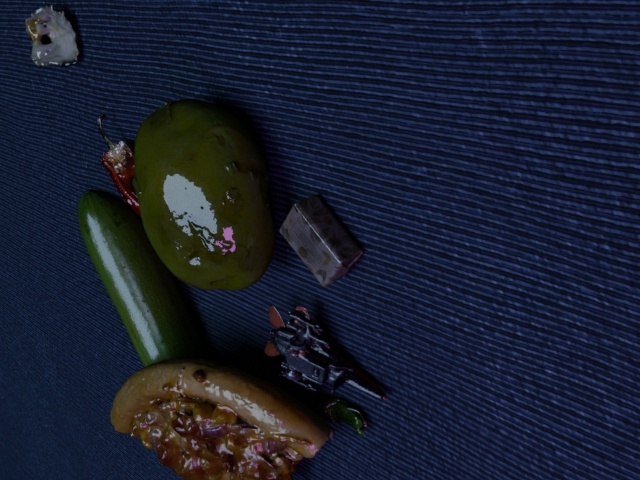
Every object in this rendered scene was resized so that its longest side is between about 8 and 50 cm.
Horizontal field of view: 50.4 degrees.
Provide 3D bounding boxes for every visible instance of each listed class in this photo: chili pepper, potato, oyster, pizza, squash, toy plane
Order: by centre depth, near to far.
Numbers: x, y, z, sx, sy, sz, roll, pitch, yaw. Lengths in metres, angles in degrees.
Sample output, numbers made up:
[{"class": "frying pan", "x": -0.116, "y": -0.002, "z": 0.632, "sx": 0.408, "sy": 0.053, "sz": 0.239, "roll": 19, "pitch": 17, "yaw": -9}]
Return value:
[{"class": "potato", "x": -0.147, "y": -0.055, "z": 0.859, "sx": 0.186, "sy": 0.148, "sz": 0.253, "roll": -36, "pitch": 82, "yaw": 51}, {"class": "toy plane", "x": 0.002, "y": 0.158, "z": 0.868, "sx": 0.189, "sy": 0.061, "sz": 0.130, "roll": 32, "pitch": 128, "yaw": 33}, {"class": "chili pepper", "x": 0.029, "y": 0.231, "z": 0.904, "sx": 0.091, "sy": 0.034, "sz": 0.030, "roll": 9, "pitch": 148, "yaw": 43}, {"class": "pizza", "x": -0.151, "y": 0.284, "z": 0.997, "sx": 0.408, "sy": 0.114, "sz": 0.278, "roll": 4, "pitch": 126, "yaw": 33}, {"class": "chili pepper", "x": -0.287, "y": -0.083, "z": 1.076, "sx": 0.268, "sy": 0.059, "sz": 0.050, "roll": 57, "pitch": 180, "yaw": 7}, {"class": "squash", "x": -0.279, "y": 0.097, "z": 1.102, "sx": 0.107, "sy": 0.107, "sz": 0.395, "roll": -20, "pitch": 97, "yaw": 49}, {"class": "oyster", "x": -0.446, "y": -0.328, "z": 1.125, "sx": 0.146, "sy": 0.045, "sz": 0.122, "roll": -45, "pitch": 71, "yaw": 40}]

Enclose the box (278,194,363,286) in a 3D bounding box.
[{"class": "box", "x": 0.000, "y": 0.000, "z": 0.808, "sx": 0.098, "sy": 0.045, "sz": 0.062, "roll": 49, "pitch": 138, "yaw": 17}]
